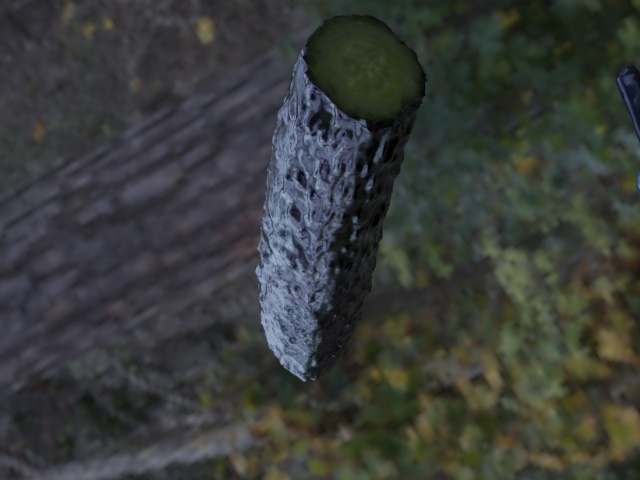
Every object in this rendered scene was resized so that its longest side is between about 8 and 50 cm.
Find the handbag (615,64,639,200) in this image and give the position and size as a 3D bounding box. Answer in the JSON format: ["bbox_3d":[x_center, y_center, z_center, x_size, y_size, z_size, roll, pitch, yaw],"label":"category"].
[{"bbox_3d":[0.213,0.110,0.669,0.303,0.122,0.329,57,-167,-48],"label":"handbag"}]

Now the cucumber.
[{"bbox_3d":[0.000,0.000,0.933,0.067,0.067,0.293,58,157,26],"label":"cucumber"}]
